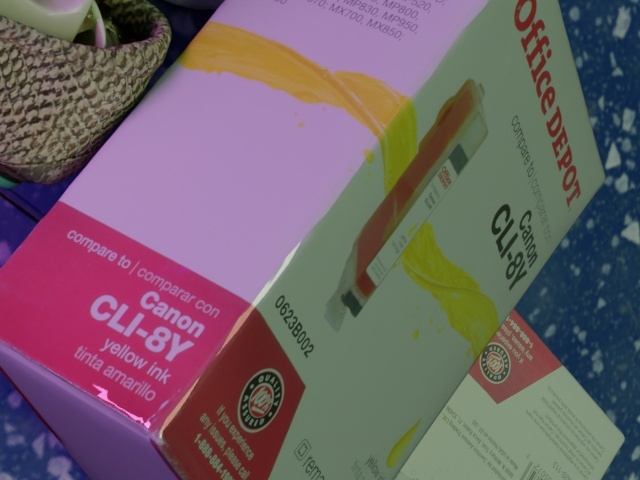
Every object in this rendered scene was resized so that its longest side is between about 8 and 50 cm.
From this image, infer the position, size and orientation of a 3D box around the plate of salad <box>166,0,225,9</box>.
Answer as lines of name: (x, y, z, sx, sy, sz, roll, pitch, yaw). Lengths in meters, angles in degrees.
plate of salad: (-0.068, -0.251, 1.179, 0.200, 0.048, 0.199, -7, 101, -37)

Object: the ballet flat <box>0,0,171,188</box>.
ballet flat: (-0.267, -0.199, 0.945, 0.182, 0.164, 0.483, -43, 130, 17)

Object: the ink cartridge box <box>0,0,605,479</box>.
ink cartridge box: (0.000, 0.000, 1.130, 0.384, 0.160, 0.279, -53, 148, -18)

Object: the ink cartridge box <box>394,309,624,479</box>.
ink cartridge box: (0.065, 0.189, 1.298, 0.207, 0.117, 0.283, 48, 67, -32)
